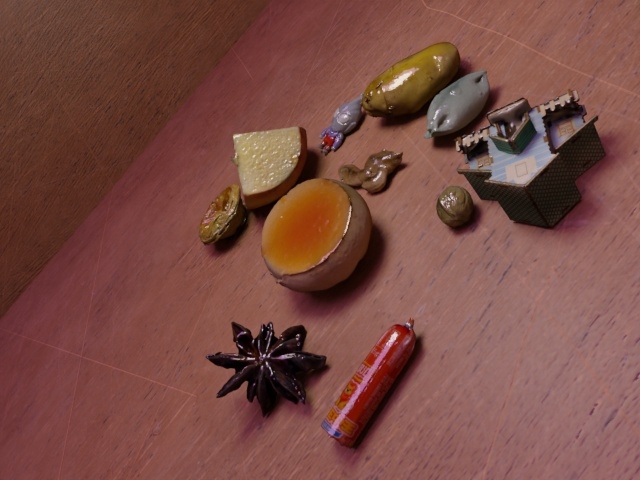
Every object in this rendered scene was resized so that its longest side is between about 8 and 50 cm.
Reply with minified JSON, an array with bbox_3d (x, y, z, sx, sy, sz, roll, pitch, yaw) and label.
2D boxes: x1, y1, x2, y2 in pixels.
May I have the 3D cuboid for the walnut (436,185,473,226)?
[{"bbox_3d":[0.291,-0.075,1.067,0.092,0.092,0.092,-28,41,27],"label":"walnut"}]

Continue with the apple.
[{"bbox_3d":[-0.185,-0.255,1.600,0.314,0.252,0.309,-54,3,-2],"label":"apple"}]

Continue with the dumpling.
[{"bbox_3d":[0.333,-0.346,1.251,0.216,0.105,0.149,-48,36,2],"label":"dumpling"}]

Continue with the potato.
[{"bbox_3d":[0.255,-0.445,1.396,0.300,0.140,0.173,-27,33,18],"label":"potato"}]

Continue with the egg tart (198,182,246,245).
[{"bbox_3d":[-0.328,-0.081,1.691,0.241,0.106,0.241,-39,32,31],"label":"egg tart"}]

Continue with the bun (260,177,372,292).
[{"bbox_3d":[0.000,0.000,1.230,0.299,0.165,0.298,-20,52,28],"label":"bun"}]

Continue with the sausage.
[{"bbox_3d":[0.106,0.267,0.953,0.274,0.074,0.074,-54,36,-8],"label":"sausage"}]

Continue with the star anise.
[{"bbox_3d":[-0.124,0.281,1.117,0.283,0.129,0.212,-2,61,4],"label":"star anise"}]

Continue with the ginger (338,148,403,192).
[{"bbox_3d":[0.135,-0.199,1.368,0.214,0.059,0.133,22,82,54],"label":"ginger"}]

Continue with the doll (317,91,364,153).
[{"bbox_3d":[0.074,-0.381,1.586,0.227,0.075,0.102,-50,51,17],"label":"doll"}]

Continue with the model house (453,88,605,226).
[{"bbox_3d":[0.397,-0.142,0.945,0.271,0.178,0.206,-18,47,31],"label":"model house"}]
